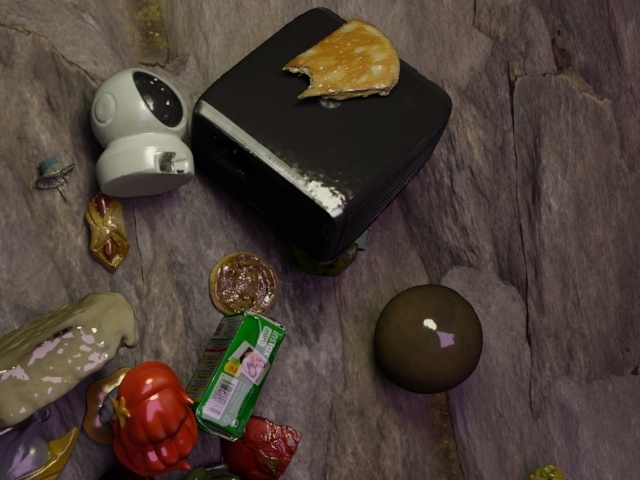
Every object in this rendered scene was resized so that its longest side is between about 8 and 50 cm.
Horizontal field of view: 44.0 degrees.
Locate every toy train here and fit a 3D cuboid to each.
[{"bbox_3d":[0.068,-0.009,1.822,0.093,0.038,0.056,11,81,-27],"label":"toy train"}]

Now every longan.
[{"bbox_3d":[0.243,0.221,1.779,0.258,0.258,0.257,4,82,-28],"label":"longan"}]

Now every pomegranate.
[{"bbox_3d":[-0.007,0.011,1.718,0.122,0.143,0.169,-48,116,-23],"label":"pomegranate"}]

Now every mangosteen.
[{"bbox_3d":[-0.360,0.483,1.492,0.140,0.140,0.140,4,82,-28],"label":"mangosteen"}]

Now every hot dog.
[{"bbox_3d":[-0.417,-0.021,1.551,0.078,0.061,0.168,-12,89,-27],"label":"hot dog"}]

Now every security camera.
[{"bbox_3d":[-0.353,-0.217,1.543,0.195,0.194,0.236,-5,78,-29],"label":"security camera"}]

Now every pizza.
[{"bbox_3d":[0.047,-0.334,1.547,0.262,0.034,0.181,-33,71,-26],"label":"pizza"}]

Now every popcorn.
[{"bbox_3d":[0.565,0.622,1.947,0.126,0.145,0.126,41,59,-11],"label":"popcorn"}]

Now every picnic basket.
[{"bbox_3d":[-0.504,-0.121,1.518,0.083,0.065,0.083,-27,80,-33],"label":"picnic basket"}]

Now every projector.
[{"bbox_3d":[0.002,-0.221,1.635,0.395,0.242,0.405,37,62,12],"label":"projector"}]

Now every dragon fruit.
[{"bbox_3d":[-0.124,0.427,1.603,0.121,0.161,0.127,24,62,-26],"label":"dragon fruit"}]

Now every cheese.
[{"bbox_3d":[-0.470,0.203,1.356,0.318,0.326,0.115,-23,104,15],"label":"cheese"}]

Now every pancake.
[{"bbox_3d":[-0.162,0.097,1.691,0.158,0.028,0.158,3,83,-25],"label":"pancake"}]

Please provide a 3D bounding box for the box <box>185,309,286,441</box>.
[{"bbox_3d":[-0.177,0.264,1.578,0.103,0.180,0.250,32,71,-17],"label":"box"}]

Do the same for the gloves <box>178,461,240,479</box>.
[{"bbox_3d":[-0.265,0.532,1.534,0.268,0.107,0.135,-40,134,-38],"label":"gloves"}]

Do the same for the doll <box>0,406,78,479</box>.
[{"bbox_3d":[-0.558,0.440,1.400,0.103,0.146,0.316,38,69,-59],"label":"doll"}]

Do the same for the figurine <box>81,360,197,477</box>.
[{"bbox_3d":[-0.318,0.324,1.449,0.181,0.257,0.208,11,80,-26],"label":"figurine"}]
